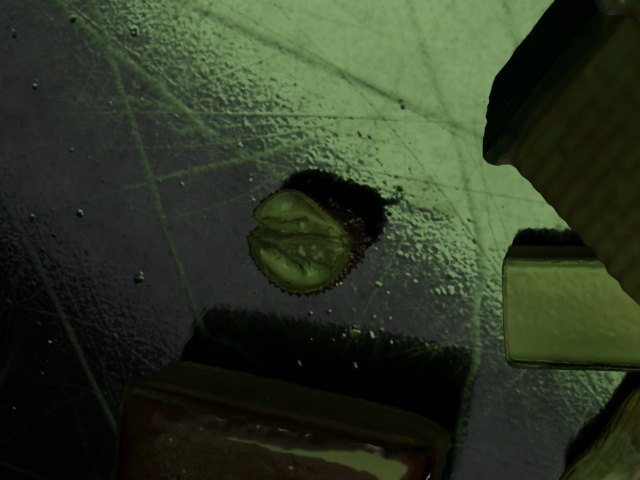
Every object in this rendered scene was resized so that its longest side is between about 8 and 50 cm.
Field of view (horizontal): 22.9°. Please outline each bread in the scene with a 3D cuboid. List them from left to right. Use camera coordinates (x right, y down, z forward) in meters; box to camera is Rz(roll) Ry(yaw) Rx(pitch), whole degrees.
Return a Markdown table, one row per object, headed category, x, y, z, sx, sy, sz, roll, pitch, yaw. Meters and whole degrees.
| category | x | y | z | sx | sy | sz | roll | pitch | yaw |
| --- | --- | --- | --- | --- | --- | --- | --- | --- | --- |
| bread | -0.045 | 0.305 | 1.639 | 0.333 | 0.143 | 0.323 | 10 | 111 | 15 |

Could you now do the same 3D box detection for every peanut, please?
| category | x | y | z | sx | sy | sz | roll | pitch | yaw |
| --- | --- | --- | --- | --- | --- | --- | --- | --- | --- |
| peanut | 0.308 | 0.212 | 1.554 | 0.087 | 0.087 | 0.206 | 36 | 111 | 2 |

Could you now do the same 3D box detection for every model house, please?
| category | x | y | z | sx | sy | sz | roll | pitch | yaw |
| --- | --- | --- | --- | --- | --- | --- | --- | --- | --- |
| model house | 0.335 | -0.186 | 1.327 | 0.342 | 0.335 | 0.382 | 49 | 129 | 17 |

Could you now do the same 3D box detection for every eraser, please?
| category | x | y | z | sx | sy | sz | roll | pitch | yaw |
| --- | --- | --- | --- | --- | --- | --- | --- | --- | --- |
| eraser | 0.266 | 0.065 | 1.535 | 0.172 | 0.058 | 0.117 | 0 | 107 | 15 |

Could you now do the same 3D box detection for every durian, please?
| category | x | y | z | sx | sy | sz | roll | pitch | yaw |
| --- | --- | --- | --- | --- | --- | --- | --- | --- | --- |
| durian | 0.000 | -0.003 | 1.580 | 0.140 | 0.071 | 0.110 | -2 | 102 | 30 |
